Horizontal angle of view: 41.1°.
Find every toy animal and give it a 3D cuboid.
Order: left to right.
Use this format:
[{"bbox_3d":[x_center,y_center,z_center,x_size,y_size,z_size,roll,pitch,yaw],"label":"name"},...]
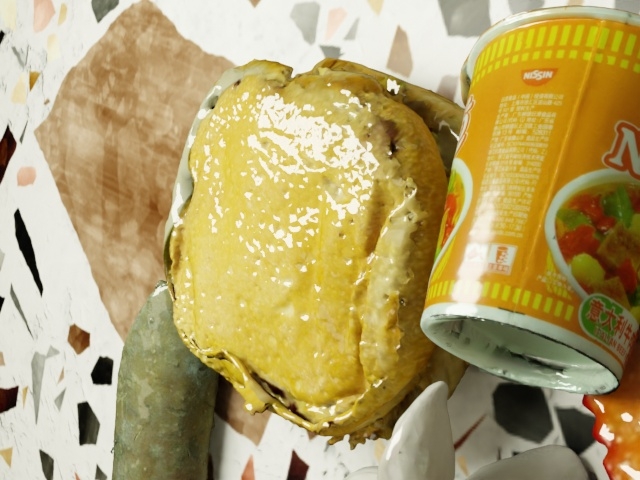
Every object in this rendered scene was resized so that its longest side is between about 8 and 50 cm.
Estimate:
[{"bbox_3d":[0.050,0.263,0.610,0.325,0.209,0.154,-53,24,18],"label":"toy animal"}]

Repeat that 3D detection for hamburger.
[{"bbox_3d":[0.000,0.000,0.688,0.319,0.158,0.318,-2,88,43],"label":"hamburger"}]

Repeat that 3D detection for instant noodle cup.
[{"bbox_3d":[0.139,-0.015,0.507,0.168,0.168,0.184,3,64,44],"label":"instant noodle cup"}]

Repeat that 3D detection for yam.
[{"bbox_3d":[-0.156,0.163,0.873,0.106,0.106,0.259,12,97,43],"label":"yam"}]

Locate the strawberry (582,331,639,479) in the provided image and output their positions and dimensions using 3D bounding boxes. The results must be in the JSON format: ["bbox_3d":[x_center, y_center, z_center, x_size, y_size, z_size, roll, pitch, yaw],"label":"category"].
[{"bbox_3d":[0.251,0.090,0.488,0.190,0.111,0.236,-51,30,11],"label":"strawberry"}]
